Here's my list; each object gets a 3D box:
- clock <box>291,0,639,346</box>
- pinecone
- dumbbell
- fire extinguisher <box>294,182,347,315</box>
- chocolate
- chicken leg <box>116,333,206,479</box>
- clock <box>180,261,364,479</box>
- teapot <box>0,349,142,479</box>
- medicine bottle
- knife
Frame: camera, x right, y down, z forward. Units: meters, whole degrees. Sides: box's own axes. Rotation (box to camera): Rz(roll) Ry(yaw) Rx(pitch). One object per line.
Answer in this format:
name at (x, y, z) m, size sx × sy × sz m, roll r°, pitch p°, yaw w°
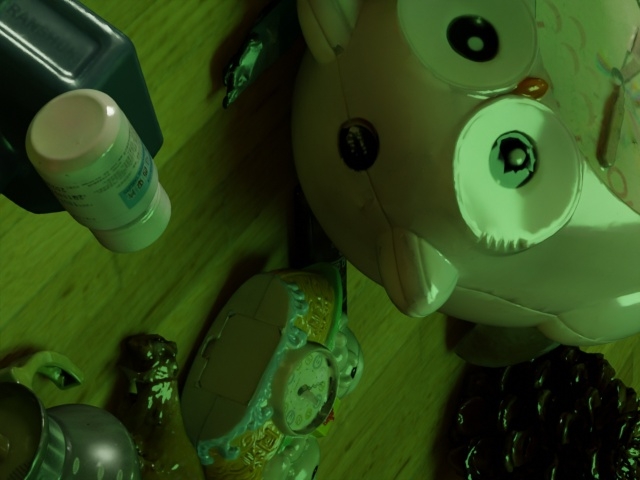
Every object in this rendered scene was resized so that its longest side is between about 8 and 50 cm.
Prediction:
clock at (0.135, -0.086, 1.428) m, size 0.377 × 0.250 × 0.368 m, roll -12°, pitch 82°, yaw -46°
pinecone at (0.248, 0.208, 1.928) m, size 0.221 × 0.221 × 0.221 m, roll -41°, pitch 141°, yaw -45°
dumbbell at (-0.224, -0.001, 0.970) m, size 0.143 × 0.156 × 0.316 m, roll 53°, pitch 55°, yaw -24°
fire extinguisher at (0.000, 0.000, 1.501) m, size 0.064 × 0.043 × 0.158 m, roll -59°, pitch 153°, yaw -50°
chocolate at (0.250, 0.041, 1.891) m, size 0.254 × 0.080 × 0.157 m, roll -40°, pitch 167°, yaw -48°
chicken leg at (-0.130, 0.172, 1.336) m, size 0.085 × 0.101 × 0.207 m, roll 2°, pitch 85°, yaw -66°
clock at (-0.035, 0.124, 1.449) m, size 0.144 × 0.103 × 0.231 m, roll 42°, pitch 71°, yaw -51°
teapot at (-0.183, 0.142, 1.189) m, size 0.119 × 0.130 × 0.165 m, roll 46°, pitch 33°, yaw -44°
medicine bottle at (-0.111, -0.034, 0.945) m, size 0.052 × 0.052 × 0.089 m, roll -60°, pitch 150°, yaw -20°
knife at (0.003, -0.197, 1.402) m, size 0.296 × 0.026 × 0.044 m, roll -51°, pitch 150°, yaw -39°
